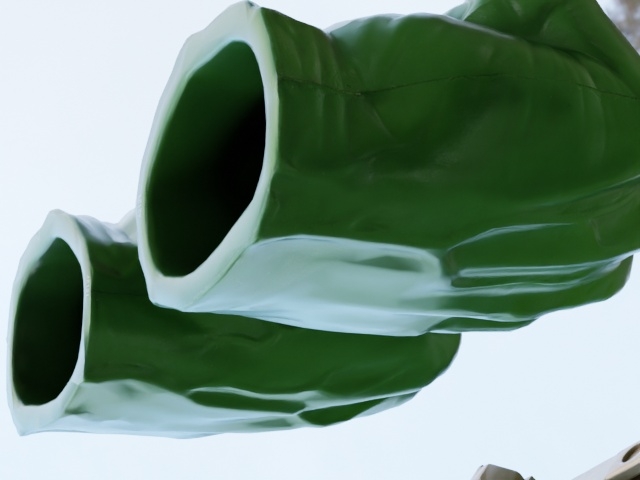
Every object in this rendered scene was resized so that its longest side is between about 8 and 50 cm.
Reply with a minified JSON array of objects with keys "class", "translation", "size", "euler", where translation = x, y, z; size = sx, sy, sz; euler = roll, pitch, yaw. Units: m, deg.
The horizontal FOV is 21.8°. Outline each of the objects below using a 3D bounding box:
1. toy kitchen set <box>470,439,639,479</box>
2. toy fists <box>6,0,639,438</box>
[{"class":"toy kitchen set","translation":[0.104,0.104,0.646],"size":[0.068,0.075,0.083],"euler":[47,-139,-4]},{"class":"toy fists","translation":[0.000,0.000,0.534],"size":[0.142,0.279,0.096],"euler":[5,-113,-25]}]
